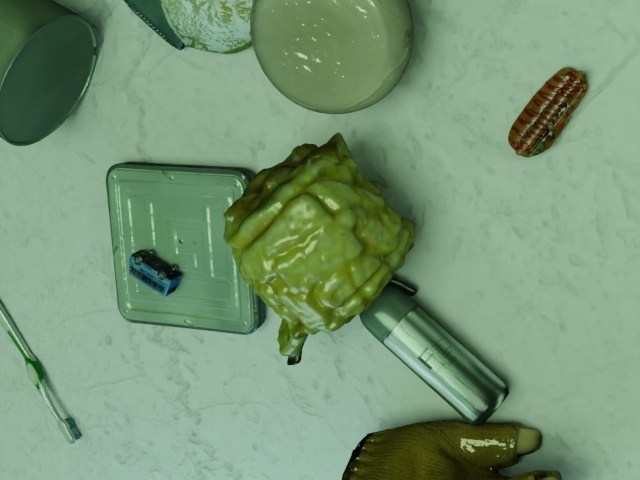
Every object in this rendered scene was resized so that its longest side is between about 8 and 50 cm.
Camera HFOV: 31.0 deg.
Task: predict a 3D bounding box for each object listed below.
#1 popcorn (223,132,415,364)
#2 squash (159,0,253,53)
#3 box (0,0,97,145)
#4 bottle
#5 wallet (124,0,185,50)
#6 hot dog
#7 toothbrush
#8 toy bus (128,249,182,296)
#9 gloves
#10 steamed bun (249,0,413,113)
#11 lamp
[{"bbox_3d":[-0.006,-0.006,1.627,0.237,0.293,0.293,45,119,-11],"label":"popcorn"},{"bbox_3d":[-0.136,-0.383,1.628,0.189,0.189,0.260,19,106,21],"label":"squash"},{"bbox_3d":[-0.478,-0.279,1.796,0.149,0.226,0.226,30,114,16],"label":"box"},{"bbox_3d":[0.165,0.156,1.688,0.254,0.079,0.096,41,79,10],"label":"bottle"},{"bbox_3d":[-0.240,-0.362,1.773,0.129,0.026,0.088,41,121,10],"label":"wallet"},{"bbox_3d":[0.307,-0.172,1.552,0.062,0.038,0.144,42,117,11],"label":"hot dog"},{"bbox_3d":[-0.514,0.228,2.059,0.030,0.030,0.304,-34,87,29],"label":"toothbrush"},{"bbox_3d":[-0.264,0.051,1.833,0.083,0.038,0.046,31,118,16],"label":"toy bus"},{"bbox_3d":[0.201,0.357,1.670,0.356,0.203,0.155,-4,124,32],"label":"gloves"},{"bbox_3d":[0.022,-0.296,1.597,0.232,0.145,0.231,9,120,17],"label":"steamed bun"},{"bbox_3d":[-0.216,0.010,1.847,0.267,0.047,0.269,4,106,24],"label":"lamp"}]
